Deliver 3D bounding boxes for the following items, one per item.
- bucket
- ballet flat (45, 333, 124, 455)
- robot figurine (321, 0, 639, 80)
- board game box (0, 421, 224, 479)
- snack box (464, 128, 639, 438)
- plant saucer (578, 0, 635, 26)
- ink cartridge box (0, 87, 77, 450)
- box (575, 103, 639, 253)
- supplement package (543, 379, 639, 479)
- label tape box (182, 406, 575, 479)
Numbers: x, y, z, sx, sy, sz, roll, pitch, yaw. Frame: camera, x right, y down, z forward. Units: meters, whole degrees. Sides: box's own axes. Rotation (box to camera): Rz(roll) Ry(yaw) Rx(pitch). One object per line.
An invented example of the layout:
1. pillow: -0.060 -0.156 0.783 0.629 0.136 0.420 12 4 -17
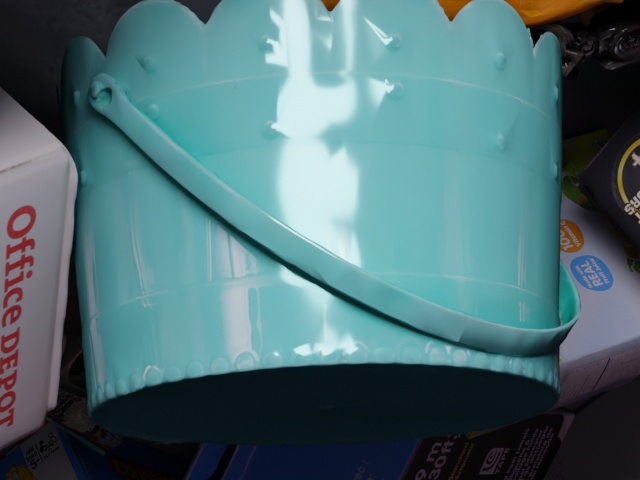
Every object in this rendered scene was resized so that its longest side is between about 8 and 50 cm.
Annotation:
1. bucket: 0.000 0.000 0.827 0.281 0.183 0.281 -3 165 -1
2. ballet flat: -0.178 0.084 1.029 0.070 0.070 0.188 -35 151 7
3. robot figurine: 0.106 -0.176 0.821 0.291 0.085 0.211 0 139 -25
4. board game box: -0.213 0.286 1.253 0.302 0.086 0.308 -37 149 11
5. snack box: 0.153 0.025 1.107 0.207 0.174 0.070 -17 146 -23
6. plant saucer: 0.266 -0.226 0.976 0.277 0.041 0.278 -23 148 -15
7. ink cartridge box: -0.268 0.049 0.753 0.283 0.117 0.207 -27 145 -36
8. box: 0.388 -0.134 1.104 0.395 0.097 0.318 -7 141 -52
9. supplement package: 0.314 0.267 1.582 0.203 0.194 0.149 -38 149 13
10. label tape box: 0.031 0.213 1.233 0.347 0.115 0.249 10 109 -57
